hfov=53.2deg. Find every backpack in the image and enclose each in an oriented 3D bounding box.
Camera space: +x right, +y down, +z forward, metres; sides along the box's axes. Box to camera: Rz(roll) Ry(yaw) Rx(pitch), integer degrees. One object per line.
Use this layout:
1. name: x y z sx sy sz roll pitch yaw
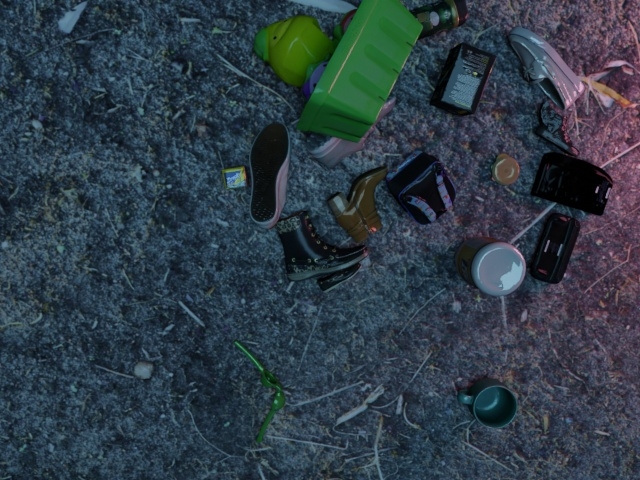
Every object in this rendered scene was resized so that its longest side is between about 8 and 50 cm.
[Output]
1. backpack: 0.280 -0.136 1.740 0.158 0.117 0.173 -42 132 2

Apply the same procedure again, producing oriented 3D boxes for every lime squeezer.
1. lime squeezer: -0.159 0.420 1.813 0.109 0.059 0.311 -7 101 26

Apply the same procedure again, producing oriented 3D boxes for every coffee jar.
1. coffee jar: 0.293 -0.584 1.691 0.184 0.096 0.079 -18 102 -4

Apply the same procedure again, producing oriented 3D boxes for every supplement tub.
1. supplement tub: 0.454 0.065 1.741 0.144 0.200 0.144 -1 97 -5

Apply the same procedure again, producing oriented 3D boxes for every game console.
1. game console: 0.685 -0.057 1.828 0.213 0.044 0.361 17 95 -6

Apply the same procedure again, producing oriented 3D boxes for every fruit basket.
1. fruit basket: 0.012 -0.463 1.583 0.391 0.283 0.392 2 81 -11

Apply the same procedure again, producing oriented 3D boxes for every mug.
1. mug: 0.481 0.455 1.848 0.129 0.097 0.158 -43 99 2

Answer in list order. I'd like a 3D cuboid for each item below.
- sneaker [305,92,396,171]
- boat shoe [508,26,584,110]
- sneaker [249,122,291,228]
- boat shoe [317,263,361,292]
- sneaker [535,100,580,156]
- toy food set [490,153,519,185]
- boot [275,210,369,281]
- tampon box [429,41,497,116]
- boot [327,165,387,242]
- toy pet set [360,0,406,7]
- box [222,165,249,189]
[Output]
1. sneaker: 0.090 -0.301 1.726 0.281 0.105 0.115 -37 135 -5
2. boat shoe: 0.600 -0.464 1.742 0.267 0.096 0.088 40 88 -17
3. sneaker: -0.139 -0.168 1.715 0.105 0.123 0.290 8 76 5
4. boat shoe: 0.053 0.095 1.782 0.133 0.049 0.042 -31 107 4
5. sneaker: 0.671 -0.310 1.787 0.170 0.051 0.089 30 98 -5
6. toy food set: 0.520 -0.197 1.803 0.083 0.020 0.083 31 94 -9
7. boot: -0.001 0.001 1.740 0.236 0.085 0.179 -17 98 6
8. tampon box: 0.379 -0.425 1.708 0.101 0.120 0.161 20 96 -7
9. boot: 0.132 -0.100 1.758 0.197 0.073 0.152 -34 103 4
10. toy pet set: 0.160 -0.645 1.685 0.114 0.065 0.122 -32 99 -1
11. box: -0.219 -0.164 1.660 0.059 0.169 0.054 -9 98 -4
